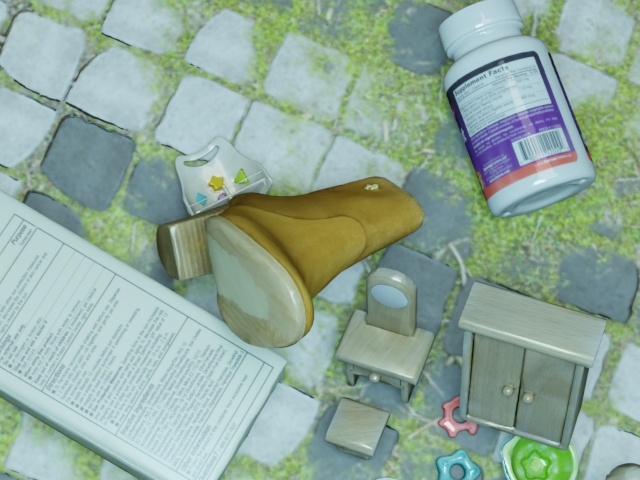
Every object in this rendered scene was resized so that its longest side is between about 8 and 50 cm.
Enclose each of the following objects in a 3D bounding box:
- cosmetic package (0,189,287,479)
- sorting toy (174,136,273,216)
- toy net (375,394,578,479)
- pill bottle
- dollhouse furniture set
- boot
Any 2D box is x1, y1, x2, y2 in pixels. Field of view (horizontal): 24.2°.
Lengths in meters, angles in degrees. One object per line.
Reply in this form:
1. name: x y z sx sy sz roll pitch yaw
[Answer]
1. cosmetic package: -0.194 0.100 1.308 0.296 0.129 0.153 32 75 1
2. sorting toy: -0.099 -0.059 1.410 0.083 0.045 0.075 -27 73 -13
3. toy net: 0.113 0.214 1.359 0.232 0.045 0.122 -24 80 -12
4. pill bottle: 0.181 -0.129 1.428 0.108 0.108 0.193 -16 77 -11
5. dollhouse furniture set: 0.106 0.227 1.214 0.303 0.174 0.355 17 58 14
6. boot: 0.000 0.001 1.273 0.211 0.295 0.104 -15 106 -22
